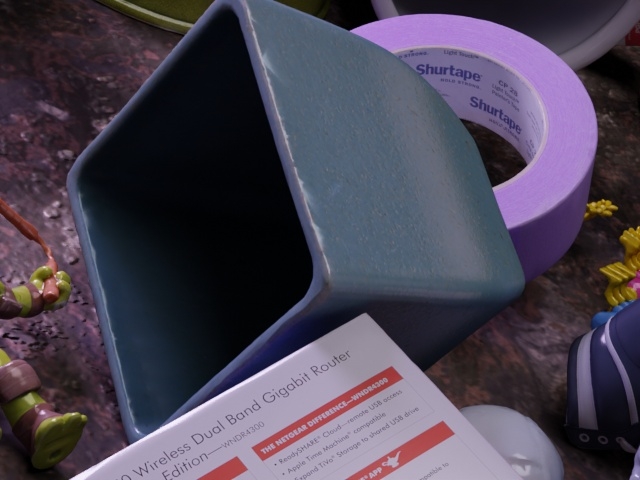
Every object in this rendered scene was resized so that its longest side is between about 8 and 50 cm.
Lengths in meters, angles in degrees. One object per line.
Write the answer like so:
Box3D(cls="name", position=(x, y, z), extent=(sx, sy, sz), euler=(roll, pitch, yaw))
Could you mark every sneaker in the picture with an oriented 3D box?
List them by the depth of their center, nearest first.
Box3D(cls="sneaker", position=(0.302, 0.179, 1.416), extent=(0.099, 0.153, 0.282), euler=(-18, 82, -51))

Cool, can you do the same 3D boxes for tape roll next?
Box3D(cls="tape roll", position=(0.102, -0.077, 1.543), extent=(0.274, 0.090, 0.275), euler=(0, 48, 0))

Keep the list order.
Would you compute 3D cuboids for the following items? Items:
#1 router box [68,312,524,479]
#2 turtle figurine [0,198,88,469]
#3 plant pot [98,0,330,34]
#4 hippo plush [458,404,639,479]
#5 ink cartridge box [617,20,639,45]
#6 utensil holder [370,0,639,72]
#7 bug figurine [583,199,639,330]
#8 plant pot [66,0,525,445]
Box3D(cls="router box", position=(-0.015, 0.233, 0.997), extent=(0.335, 0.082, 0.301), euler=(-28, 56, -24))
Box3D(cls="turtle figurine", position=(-0.264, 0.061, 1.191), extent=(0.269, 0.087, 0.217), euler=(12, 40, -53))
Box3D(cls="plant pot", position=(-0.098, -0.450, 1.804), extent=(0.366, 0.353, 0.366), euler=(18, 33, -12))
Box3D(cls="hippo plush", position=(0.179, 0.217, 1.193), extent=(0.236, 0.294, 0.234), euler=(4, 7, 14))
Box3D(cls="ink cartridge box", position=(0.333, -0.270, 2.058), extent=(0.135, 0.056, 0.099), euler=(4, 26, 21))
Box3D(cls="utensil holder", position=(0.180, -0.405, 1.958), extent=(0.327, 0.328, 0.385), euler=(12, 33, -19))
Box3D(cls="bug figurine", position=(0.229, 0.017, 1.608), extent=(0.279, 0.072, 0.216), euler=(37, 28, 28))
Box3D(cls="plant pot", position=(0.000, 0.000, 1.285), extent=(0.252, 0.248, 0.247), euler=(6, 54, -39))
